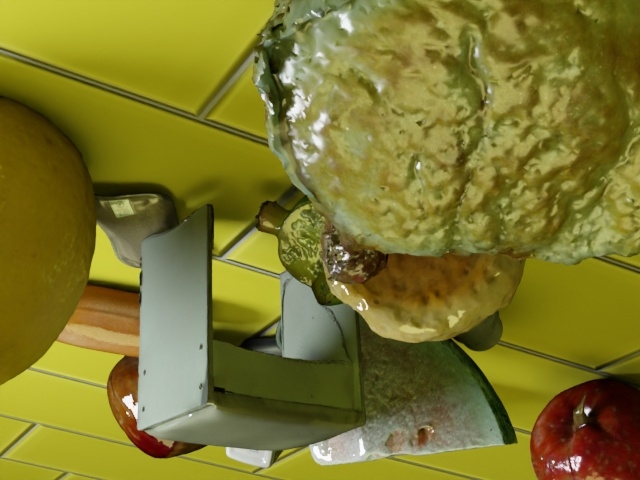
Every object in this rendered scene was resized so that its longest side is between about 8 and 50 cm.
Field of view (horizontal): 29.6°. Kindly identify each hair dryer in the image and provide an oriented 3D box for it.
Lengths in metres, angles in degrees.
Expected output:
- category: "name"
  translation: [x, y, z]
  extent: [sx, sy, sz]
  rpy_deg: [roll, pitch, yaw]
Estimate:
- category: "hair dryer"
  translation: [-0.043, 0.178, 1.956]
  extent: [0.248, 0.078, 0.195]
  rpy_deg: [-5, 154, 42]

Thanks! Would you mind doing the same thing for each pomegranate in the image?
- category: "pomegranate"
  translation: [0.010, -0.004, 1.515]
  extent: [0.169, 0.122, 0.143]
  rpy_deg: [32, 130, 24]

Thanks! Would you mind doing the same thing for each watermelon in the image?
- category: "watermelon"
  translation: [0.089, 0.228, 1.742]
  extent: [0.387, 0.258, 0.228]
  rpy_deg: [36, 171, 22]

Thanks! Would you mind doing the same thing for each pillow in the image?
- category: "pillow"
  translation: [-0.240, -0.010, 1.642]
  extent: [0.130, 0.033, 0.217]
  rpy_deg: [-2, 153, 12]

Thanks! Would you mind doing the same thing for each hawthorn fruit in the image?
- category: "hawthorn fruit"
  translation: [0.466, 0.352, 1.982]
  extent: [0.262, 0.258, 0.258]
  rpy_deg: [13, 154, -27]

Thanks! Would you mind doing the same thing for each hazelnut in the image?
- category: "hazelnut"
  translation: [-0.240, 0.248, 1.990]
  extent: [0.229, 0.229, 0.229]
  rpy_deg: [5, 154, 3]

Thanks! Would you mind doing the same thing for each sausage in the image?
- category: "sausage"
  translation: [-0.299, 0.126, 1.856]
  extent: [0.274, 0.105, 0.105]
  rpy_deg: [10, 153, -7]

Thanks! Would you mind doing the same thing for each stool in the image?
- category: "stool"
  translation: [-0.090, 0.122, 1.577]
  extent: [0.243, 0.270, 0.170]
  rpy_deg: [13, 154, -36]

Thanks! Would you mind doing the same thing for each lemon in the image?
- category: "lemon"
  translation: [-0.441, 0.021, 1.411]
  extent: [0.364, 0.364, 0.364]
  rpy_deg: [5, 154, 3]

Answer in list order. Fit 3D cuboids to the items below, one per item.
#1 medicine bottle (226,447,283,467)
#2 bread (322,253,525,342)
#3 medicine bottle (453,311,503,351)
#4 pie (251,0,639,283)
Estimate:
- category: "medicine bottle"
  translation: [-0.080, 0.271, 1.993]
  extent: [0.088, 0.188, 0.132]
  rpy_deg: [12, 111, 16]
- category: "bread"
  translation: [0.119, -0.002, 1.369]
  extent: [0.244, 0.244, 0.134]
  rpy_deg: [-2, 174, 16]
- category: "medicine bottle"
  translation: [0.209, 0.104, 1.719]
  extent: [0.080, 0.080, 0.130]
  rpy_deg: [-6, 152, 23]
- category: "pie"
  translation: [0.157, -0.138, 1.134]
  extent: [0.418, 0.180, 0.395]
  rpy_deg: [-8, 131, 18]
